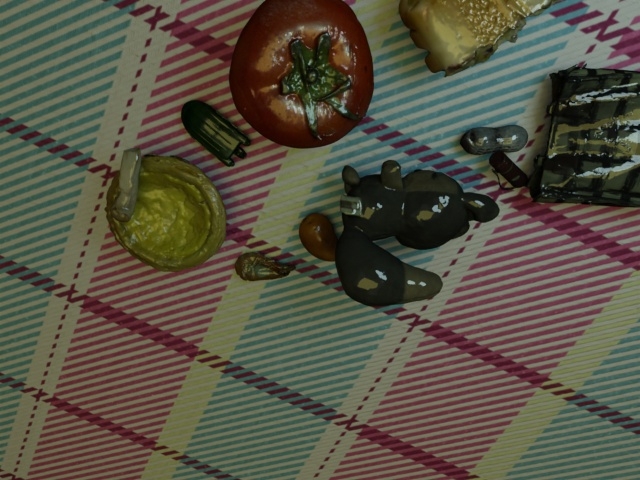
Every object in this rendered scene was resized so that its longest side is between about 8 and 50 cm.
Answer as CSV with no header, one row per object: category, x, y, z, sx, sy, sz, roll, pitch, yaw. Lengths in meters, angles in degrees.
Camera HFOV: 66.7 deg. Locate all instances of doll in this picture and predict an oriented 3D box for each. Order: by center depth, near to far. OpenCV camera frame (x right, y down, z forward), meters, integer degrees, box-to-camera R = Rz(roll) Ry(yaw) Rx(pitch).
doll,0.223,-0.010,1.217,0.382,0.252,0.379,8,81,0

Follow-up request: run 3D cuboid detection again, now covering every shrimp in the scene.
shrimp,-0.164,0.082,1.426,0.184,0.043,0.092,5,107,5

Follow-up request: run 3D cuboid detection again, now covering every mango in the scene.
mango,-0.001,0.001,1.357,0.105,0.084,0.159,-24,106,20

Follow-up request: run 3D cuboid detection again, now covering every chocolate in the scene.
chocolate,0.435,-0.253,1.223,0.166,0.072,0.072,-5,110,6

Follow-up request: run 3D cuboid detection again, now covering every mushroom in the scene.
mushroom,-0.495,-0.143,1.244,0.059,0.054,0.202,19,104,4

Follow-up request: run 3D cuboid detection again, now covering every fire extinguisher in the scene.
fire extinguisher,0.483,-0.169,1.246,0.157,0.045,0.078,27,133,-37

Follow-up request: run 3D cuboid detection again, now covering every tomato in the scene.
tomato,-0.037,-0.388,1.124,0.341,0.273,0.342,-3,110,-8

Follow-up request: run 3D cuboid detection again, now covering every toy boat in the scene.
toy boat,-0.285,-0.289,1.298,0.210,0.052,0.104,39,112,-7

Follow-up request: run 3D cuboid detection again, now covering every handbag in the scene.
handbag,0.689,-0.239,1.147,0.326,0.162,0.326,4,108,2

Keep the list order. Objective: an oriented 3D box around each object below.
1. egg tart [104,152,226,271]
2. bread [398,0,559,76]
egg tart,-0.415,-0.082,1.344,0.345,0.132,0.346,2,111,6
bread,0.330,-0.529,1.068,0.315,0.211,0.270,-36,93,13
